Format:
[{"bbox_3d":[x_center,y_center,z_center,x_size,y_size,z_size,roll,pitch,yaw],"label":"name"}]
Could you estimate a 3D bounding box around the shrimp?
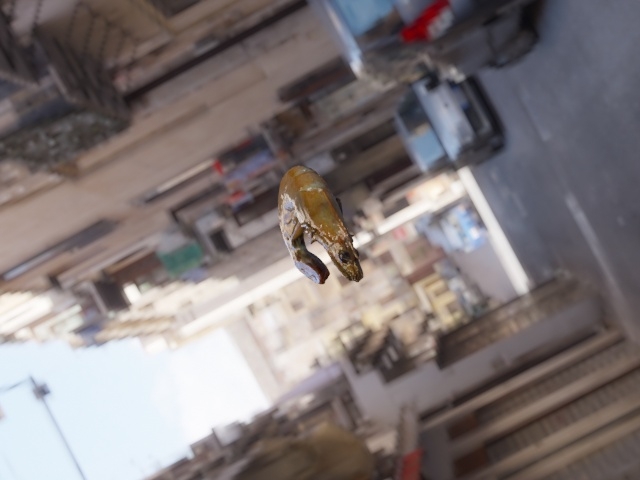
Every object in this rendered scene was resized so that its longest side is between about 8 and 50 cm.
[{"bbox_3d":[-0.007,0.000,1.292,0.045,0.095,0.162,8,-146,-34],"label":"shrimp"}]
